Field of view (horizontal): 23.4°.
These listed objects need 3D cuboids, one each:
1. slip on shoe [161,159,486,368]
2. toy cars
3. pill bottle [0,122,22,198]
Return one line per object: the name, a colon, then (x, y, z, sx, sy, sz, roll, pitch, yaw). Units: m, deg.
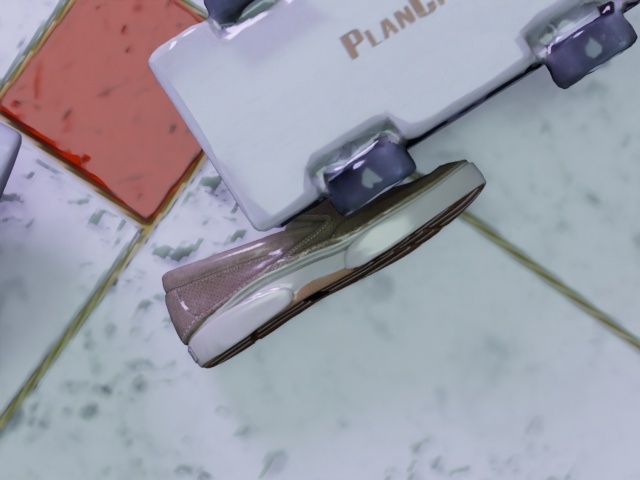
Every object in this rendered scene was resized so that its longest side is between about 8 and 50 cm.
slip on shoe: (0.000, 0.000, 0.610, 0.135, 0.051, 0.041, -32, 81, 8)
toy cars: (0.068, -0.181, 0.592, 0.177, 0.087, 0.393, 18, 91, 5)
pill bottle: (-0.255, -0.045, 0.558, 0.272, 0.152, 0.152, 23, 90, -9)
